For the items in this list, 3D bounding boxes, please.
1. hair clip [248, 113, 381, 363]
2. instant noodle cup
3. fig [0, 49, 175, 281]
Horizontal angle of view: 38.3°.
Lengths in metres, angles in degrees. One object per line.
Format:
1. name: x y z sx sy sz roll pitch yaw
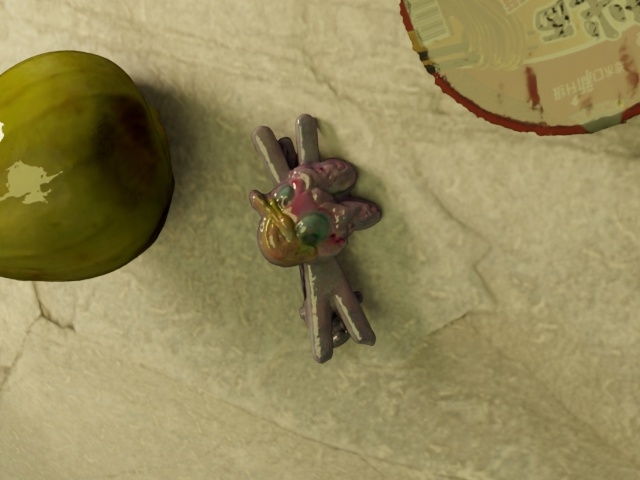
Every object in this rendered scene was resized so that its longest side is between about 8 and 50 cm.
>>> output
1. hair clip: 0.004 0.008 0.980 0.137 0.090 0.278 -16 112 -7
2. instant noodle cup: 0.204 -0.228 0.780 0.274 0.091 0.274 9 116 20
3. fig: -0.290 -0.069 0.971 0.271 0.239 0.239 -22 107 -12
